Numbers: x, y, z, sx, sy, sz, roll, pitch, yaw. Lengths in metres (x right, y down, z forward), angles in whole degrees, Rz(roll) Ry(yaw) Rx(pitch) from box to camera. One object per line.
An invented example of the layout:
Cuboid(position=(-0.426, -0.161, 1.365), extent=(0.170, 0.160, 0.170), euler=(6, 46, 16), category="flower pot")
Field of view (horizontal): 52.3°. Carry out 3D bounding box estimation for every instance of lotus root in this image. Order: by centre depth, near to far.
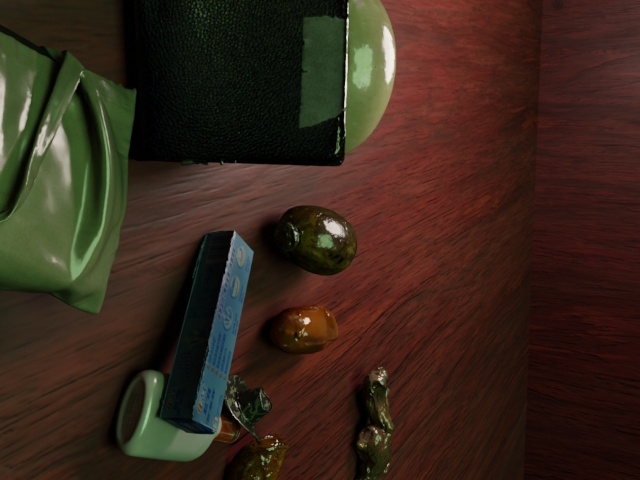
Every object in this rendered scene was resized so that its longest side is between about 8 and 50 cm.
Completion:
Cuboid(position=(0.000, 0.000, 1.104), extent=(0.209, 0.120, 0.120), euler=(17, 80, -57), category="lotus root")

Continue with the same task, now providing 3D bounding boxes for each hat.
Cuboid(position=(-0.104, 0.250, 0.996), extent=(0.121, 0.050, 0.121), euler=(-25, 90, -88), category="hat")

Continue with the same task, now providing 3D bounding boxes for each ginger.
Cuboid(position=(0.116, 0.409, 1.443), extent=(0.122, 0.084, 0.290), euler=(-10, 108, -37), category="ginger")

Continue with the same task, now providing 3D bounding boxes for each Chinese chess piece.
Cuboid(position=(-0.024, -0.235, 0.875), extent=(0.102, 0.273, 0.273), euler=(-6, 101, -46), category="Chinese chess piece")

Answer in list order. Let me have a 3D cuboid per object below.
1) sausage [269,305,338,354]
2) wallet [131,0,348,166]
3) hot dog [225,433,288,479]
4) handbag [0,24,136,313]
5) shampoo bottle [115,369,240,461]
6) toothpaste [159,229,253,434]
Cuboid(position=(-0.027, 0.155, 1.133), extent=(0.179, 0.089, 0.089), euler=(14, 83, -64), category="sausage")
Cuboid(position=(-0.097, -0.198, 0.771), extent=(0.071, 0.262, 0.221), euler=(-29, 121, -79), category="wallet")
Cuboid(position=(-0.102, 0.379, 1.047), extent=(0.099, 0.065, 0.147), euler=(17, 91, -61), category="hot dog")
Cuboid(position=(-0.296, -0.075, 0.582), extent=(0.316, 0.109, 0.253), euler=(21, 73, -54), category="handbag")
Cuboid(position=(-0.184, 0.246, 0.890), extent=(0.221, 0.051, 0.108), euler=(39, 57, -56), category="shampoo bottle")
Cuboid(position=(-0.149, 0.116, 0.879), extent=(0.066, 0.053, 0.272), euler=(56, 35, -51), category="toothpaste")
